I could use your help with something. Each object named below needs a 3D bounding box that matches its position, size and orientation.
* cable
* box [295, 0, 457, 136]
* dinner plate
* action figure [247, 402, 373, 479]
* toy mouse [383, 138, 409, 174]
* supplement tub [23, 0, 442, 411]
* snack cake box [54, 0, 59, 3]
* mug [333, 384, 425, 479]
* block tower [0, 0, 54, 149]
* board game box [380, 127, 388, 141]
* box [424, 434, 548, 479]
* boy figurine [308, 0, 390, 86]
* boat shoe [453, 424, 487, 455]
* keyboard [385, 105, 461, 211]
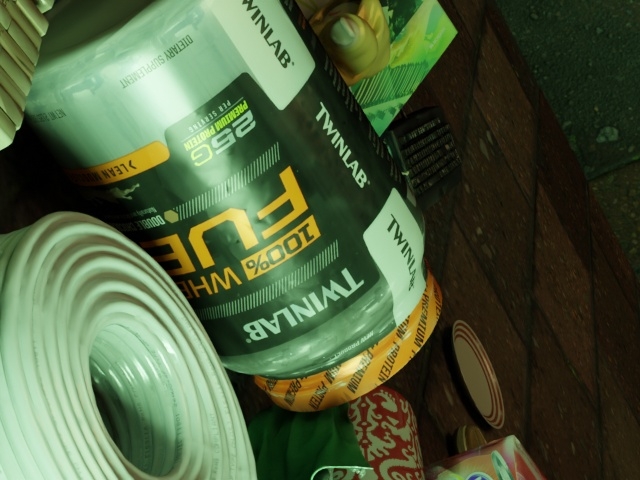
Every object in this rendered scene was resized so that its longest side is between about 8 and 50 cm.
[{"bbox_3d":[-0.133,0.108,0.851,0.257,0.089,0.257,51,24,-37],"label":"cable"},{"bbox_3d":[-0.015,-0.228,1.392,0.058,0.232,0.322,22,-20,46],"label":"box"},{"bbox_3d":[0.188,0.165,1.745,0.141,0.017,0.141,52,23,-33],"label":"dinner plate"},{"bbox_3d":[-0.014,0.161,1.086,0.232,0.137,0.063,-80,148,-73],"label":"action figure"},{"bbox_3d":[0.072,-0.076,1.700,0.161,0.031,0.143,67,19,3],"label":"toy mouse"},{"bbox_3d":[-0.058,-0.047,1.055,0.338,0.207,0.207,55,22,-26],"label":"supplement tub"},{"bbox_3d":[-0.200,-0.302,1.149,0.264,0.089,0.152,61,16,-11],"label":"snack cake box"},{"bbox_3d":[0.028,0.215,1.177,0.113,0.150,0.169,21,28,-11],"label":"mug"},{"bbox_3d":[-0.231,-0.162,0.913,0.097,0.091,0.335,53,24,-32],"label":"block tower"},{"bbox_3d":[0.007,-0.196,1.535,0.243,0.042,0.165,42,62,-49],"label":"board game box"},{"bbox_3d":[0.189,0.344,1.342,0.300,0.142,0.154,53,24,-33],"label":"box"},{"bbox_3d":[-0.021,-0.164,1.268,0.285,0.177,0.092,-31,97,-44],"label":"boy figurine"},{"bbox_3d":[0.205,0.286,1.560,0.068,0.072,0.190,13,55,-66],"label":"boat shoe"},{"bbox_3d":[0.131,-0.153,1.950,0.201,0.033,0.317,64,18,-4],"label":"keyboard"}]
